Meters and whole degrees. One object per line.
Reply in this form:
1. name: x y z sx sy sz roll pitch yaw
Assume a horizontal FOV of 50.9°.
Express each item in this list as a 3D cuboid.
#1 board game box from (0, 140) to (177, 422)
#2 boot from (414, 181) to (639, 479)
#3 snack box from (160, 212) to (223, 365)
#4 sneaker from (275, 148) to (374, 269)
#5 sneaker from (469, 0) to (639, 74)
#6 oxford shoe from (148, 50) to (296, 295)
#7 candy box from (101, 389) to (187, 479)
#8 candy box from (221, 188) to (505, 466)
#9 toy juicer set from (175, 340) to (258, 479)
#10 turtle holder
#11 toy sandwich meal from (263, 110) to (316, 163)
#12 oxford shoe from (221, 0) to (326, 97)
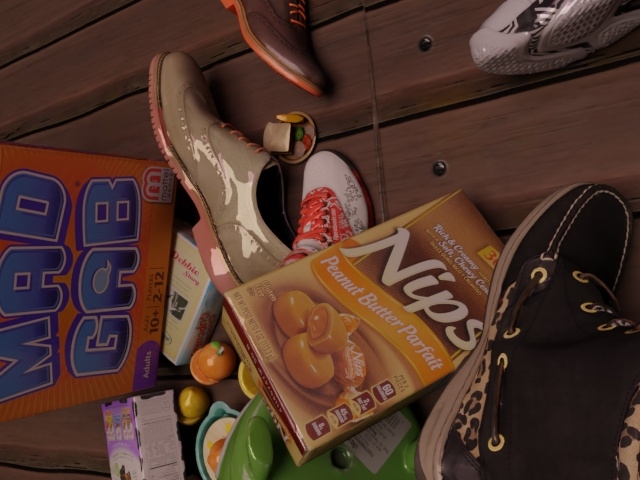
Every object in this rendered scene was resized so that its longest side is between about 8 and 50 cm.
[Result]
1. board game box: -0.477 0.031 0.996 0.356 0.356 0.356 11 97 35
2. boot: 0.257 0.085 0.573 0.377 0.138 0.284 -53 15 -22
3. snack box: -0.287 0.039 1.119 0.322 0.060 0.187 33 108 30
4. sneaker: 0.001 0.000 0.876 0.090 0.145 0.270 -19 78 35
5. sneaker: 0.300 -0.337 0.702 0.365 0.137 0.210 -28 73 24
6. oxford shoe: -0.129 -0.115 0.988 0.146 0.140 0.397 -25 83 23
7. candy box: -0.278 0.345 1.065 0.165 0.070 0.196 -24 74 53
8. candy box: 0.072 0.085 0.742 0.183 0.316 0.087 58 158 21
9. toy juicer set: -0.158 0.308 1.006 0.209 0.089 0.329 11 95 33
10. turtle holder: -0.014 0.309 0.796 0.227 0.243 0.320 129 159 -50
11. toy sandwich meal: -0.045 -0.152 0.983 0.085 0.029 0.086 -1 87 34
12. oxford shoe: -0.059 -0.318 0.963 0.098 0.097 0.271 -42 67 19
